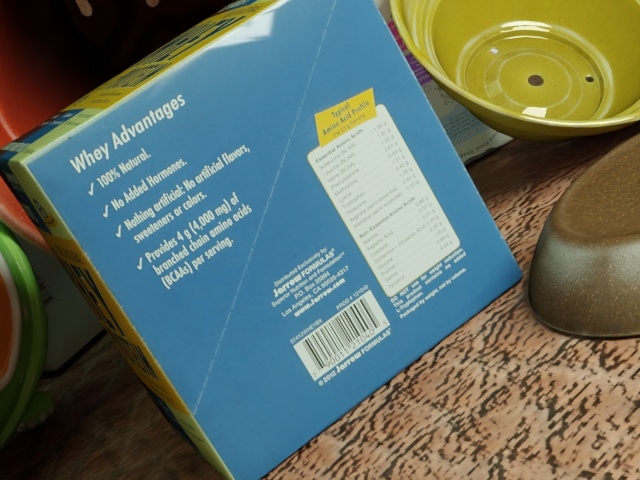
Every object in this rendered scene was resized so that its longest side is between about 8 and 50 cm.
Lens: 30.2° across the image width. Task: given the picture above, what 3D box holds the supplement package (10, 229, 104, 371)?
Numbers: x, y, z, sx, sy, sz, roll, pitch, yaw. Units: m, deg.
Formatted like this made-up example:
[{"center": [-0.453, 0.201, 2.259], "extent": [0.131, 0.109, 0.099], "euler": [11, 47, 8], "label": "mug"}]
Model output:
[{"center": [-0.293, 0.038, 1.070], "extent": [0.244, 0.139, 0.134], "euler": [-15, 22, 46], "label": "supplement package"}]

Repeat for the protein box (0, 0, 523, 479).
[{"center": [-0.037, -0.014, 0.657], "extent": [0.200, 0.201, 0.136], "euler": [-35, 17, -15], "label": "protein box"}]

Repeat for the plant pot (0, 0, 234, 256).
[{"center": [-0.122, -0.157, 0.884], "extent": [0.272, 0.272, 0.265], "euler": [-27, 31, 13], "label": "plant pot"}]

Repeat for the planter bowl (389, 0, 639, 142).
[{"center": [0.151, -0.133, 0.797], "extent": [0.217, 0.217, 0.090], "euler": [-38, -25, -23], "label": "planter bowl"}]

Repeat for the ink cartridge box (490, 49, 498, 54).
[{"center": [0.071, -0.293, 1.138], "extent": [0.207, 0.283, 0.117], "euler": [-36, 17, -16], "label": "ink cartridge box"}]

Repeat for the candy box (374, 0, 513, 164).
[{"center": [0.060, -0.160, 0.921], "extent": [0.070, 0.196, 0.165], "euler": [-29, 16, -4], "label": "candy box"}]

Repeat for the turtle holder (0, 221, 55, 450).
[{"center": [-0.359, 0.071, 0.796], "extent": [0.320, 0.243, 0.227], "euler": [3, -1, 11], "label": "turtle holder"}]

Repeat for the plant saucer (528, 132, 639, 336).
[{"center": [0.187, -0.025, 0.591], "extent": [0.198, 0.036, 0.198], "euler": [-28, 16, 9], "label": "plant saucer"}]
